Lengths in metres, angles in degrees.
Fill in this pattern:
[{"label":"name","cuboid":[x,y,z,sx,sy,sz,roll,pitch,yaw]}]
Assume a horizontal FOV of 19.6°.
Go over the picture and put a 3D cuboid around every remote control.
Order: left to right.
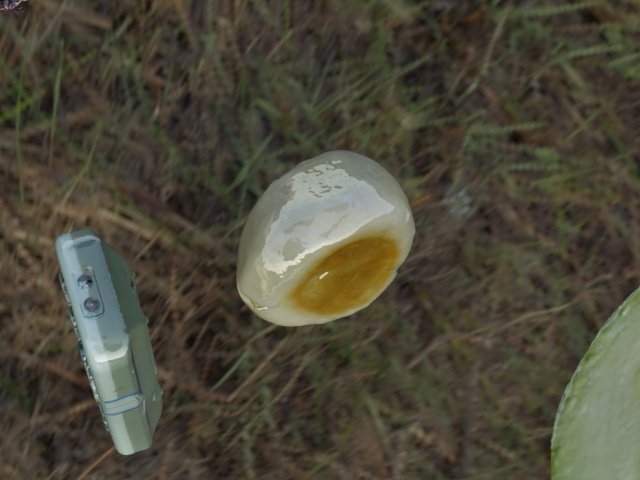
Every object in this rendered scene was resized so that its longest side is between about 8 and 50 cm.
[{"label":"remote control","cuboid":[-0.185,0.096,1.679,0.066,0.335,0.128,-18,72,-8]}]

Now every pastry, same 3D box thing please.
[{"label":"pastry","cuboid":[0.000,0.000,1.468,0.156,0.156,0.092,-31,58,-16]}]

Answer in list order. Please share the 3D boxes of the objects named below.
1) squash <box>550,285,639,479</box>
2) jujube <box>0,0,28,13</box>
[{"label":"squash","cuboid":[0.235,0.088,1.022,0.049,0.252,0.252,38,72,-31]},{"label":"jujube","cuboid":[-0.236,-0.223,1.397,0.166,0.104,0.104,-31,86,-35]}]
